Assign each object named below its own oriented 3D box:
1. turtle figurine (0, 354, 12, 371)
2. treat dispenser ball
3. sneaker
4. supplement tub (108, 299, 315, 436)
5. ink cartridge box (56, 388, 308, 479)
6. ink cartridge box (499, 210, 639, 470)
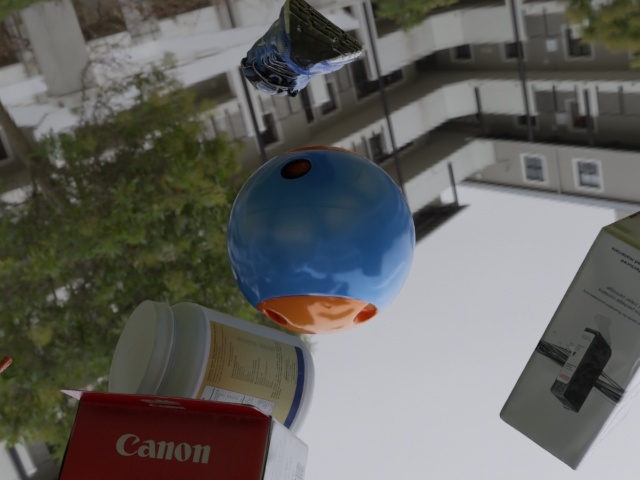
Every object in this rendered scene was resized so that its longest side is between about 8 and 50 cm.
[{"bbox_3d":[-0.459,0.139,0.815,0.269,0.087,0.217,-20,162,-25],"label":"turtle figurine"},{"bbox_3d":[0.000,0.000,1.221,0.288,0.288,0.288,-12,-159,5],"label":"treat dispenser ball"},{"bbox_3d":[-0.035,-0.267,1.173,0.147,0.129,0.330,-53,-168,12],"label":"sneaker"},{"bbox_3d":[-0.193,0.242,1.431,0.316,0.228,0.228,21,-176,-28],"label":"supplement tub"},{"bbox_3d":[-0.205,0.320,1.170,0.309,0.272,0.130,1,-116,16],"label":"ink cartridge box"},{"bbox_3d":[0.351,0.113,0.958,0.114,0.273,0.197,35,-152,27],"label":"ink cartridge box"}]
